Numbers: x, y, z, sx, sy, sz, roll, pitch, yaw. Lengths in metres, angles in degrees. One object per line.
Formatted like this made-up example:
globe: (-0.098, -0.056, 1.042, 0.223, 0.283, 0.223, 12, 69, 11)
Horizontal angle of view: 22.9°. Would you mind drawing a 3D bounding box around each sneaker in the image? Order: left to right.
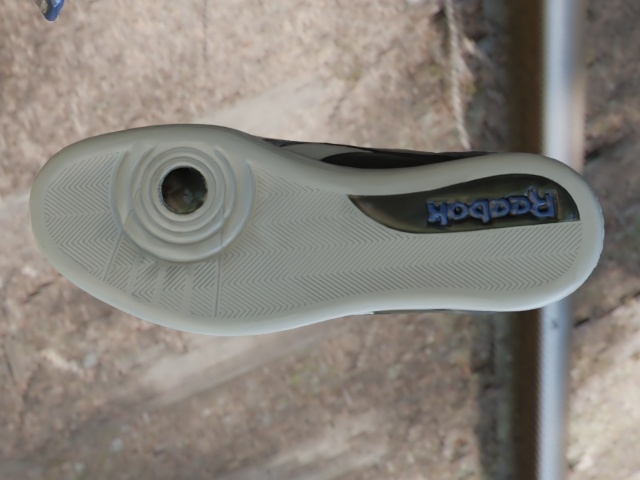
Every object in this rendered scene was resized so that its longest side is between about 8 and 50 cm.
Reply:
sneaker: (0.000, 0.000, 0.642, 0.217, 0.079, 0.121, 4, 178, 4)

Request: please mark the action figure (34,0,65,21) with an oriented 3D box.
action figure: (-0.023, -0.141, 0.390, 0.330, 0.178, 0.341, -24, 153, -43)
